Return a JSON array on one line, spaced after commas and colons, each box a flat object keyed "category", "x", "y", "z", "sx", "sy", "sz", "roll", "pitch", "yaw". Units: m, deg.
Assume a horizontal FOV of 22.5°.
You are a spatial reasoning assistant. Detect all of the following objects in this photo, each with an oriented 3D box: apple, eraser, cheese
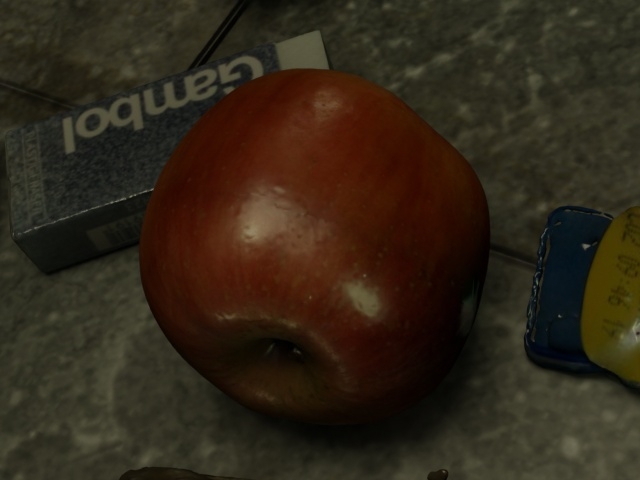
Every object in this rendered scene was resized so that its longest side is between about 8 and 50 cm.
[{"category": "apple", "x": 0.000, "y": 0.000, "z": 0.849, "sx": 0.199, "sy": 0.199, "sz": 0.199, "roll": -10, "pitch": 52, "yaw": 13}, {"category": "eraser", "x": -0.088, "y": -0.055, "z": 0.995, "sx": 0.212, "sy": 0.046, "sz": 0.092, "roll": -17, "pitch": 52, "yaw": 7}, {"category": "cheese", "x": 0.217, "y": 0.040, "z": 0.780, "sx": 0.270, "sy": 0.069, "sz": 0.177, "roll": 11, "pitch": 91, "yaw": 37}]

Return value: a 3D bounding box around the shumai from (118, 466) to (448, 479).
[{"category": "shumai", "x": 0.009, "y": 0.164, "z": 0.733, "sx": 0.175, "sy": 0.166, "sz": 0.206, "roll": -36, "pitch": 70, "yaw": -17}]
